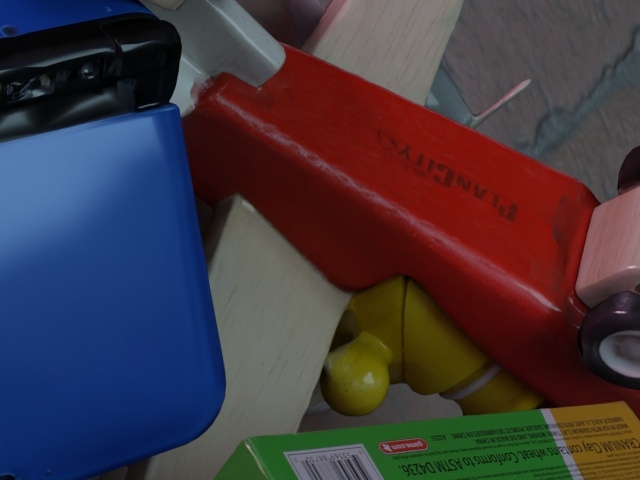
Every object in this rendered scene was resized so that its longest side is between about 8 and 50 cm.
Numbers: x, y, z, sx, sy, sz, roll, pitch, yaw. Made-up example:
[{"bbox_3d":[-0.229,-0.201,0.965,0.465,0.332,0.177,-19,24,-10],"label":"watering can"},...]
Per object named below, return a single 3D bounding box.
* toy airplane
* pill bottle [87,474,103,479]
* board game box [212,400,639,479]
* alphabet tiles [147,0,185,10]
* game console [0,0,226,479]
[{"bbox_3d":[0.000,0.000,1.053,0.386,0.272,0.384,-13,63,-32],"label":"toy airplane"},{"bbox_3d":[-0.180,0.072,0.905,0.169,0.094,0.094,48,47,-33],"label":"pill bottle"},{"bbox_3d":[-0.006,0.204,0.901,0.242,0.316,0.064,-1,48,-42],"label":"board game box"},{"bbox_3d":[-0.158,-0.201,0.906,0.278,0.021,0.284,22,22,-38],"label":"alphabet tiles"},{"bbox_3d":[-0.212,-0.015,0.818,0.293,0.250,0.173,-16,134,-35],"label":"game console"}]
